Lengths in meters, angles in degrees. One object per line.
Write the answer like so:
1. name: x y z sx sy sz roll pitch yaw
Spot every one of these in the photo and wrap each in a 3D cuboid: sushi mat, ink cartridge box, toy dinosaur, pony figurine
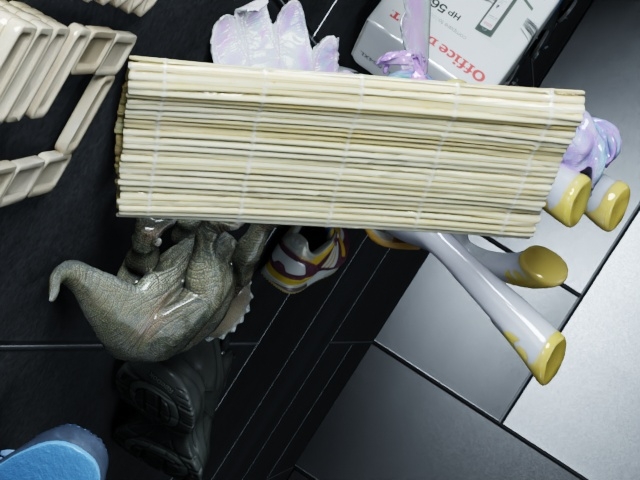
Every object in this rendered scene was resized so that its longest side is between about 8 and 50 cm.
1. sushi mat: 0.014 -0.059 1.049 0.151 0.317 0.019 102 -11 -50
2. ink cartridge box: 0.151 -0.235 1.541 0.203 0.148 0.086 -54 177 -23
3. toy dinosaur: -0.115 0.039 1.203 0.313 0.121 0.160 -44 155 -66
4. pony figurine: 0.072 -0.087 1.252 0.303 0.363 0.351 -42 148 -34

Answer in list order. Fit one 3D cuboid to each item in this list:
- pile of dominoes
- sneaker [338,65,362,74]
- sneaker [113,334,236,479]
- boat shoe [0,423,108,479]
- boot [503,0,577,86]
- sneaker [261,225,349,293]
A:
1. pile of dominoes: -0.155 -0.109 0.836 0.196 0.040 0.251 -59 179 8
2. sneaker: 0.048 -0.097 1.574 0.126 0.127 0.321 -57 169 6
3. sneaker: -0.138 0.157 1.531 0.130 0.109 0.286 -59 175 -29
4. boat shoe: -0.254 0.226 1.234 0.258 0.109 0.089 -44 -174 30
5. boot: 0.274 -0.353 1.891 0.445 0.146 0.367 -45 164 -34
6. sneaker: 0.000 0.000 1.801 0.084 0.069 0.185 -57 173 29
